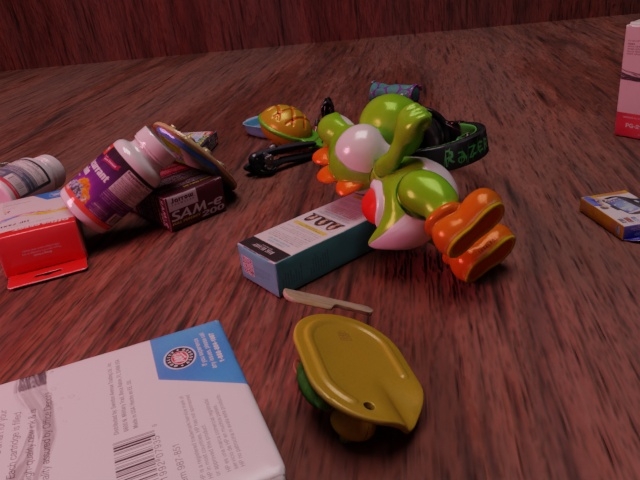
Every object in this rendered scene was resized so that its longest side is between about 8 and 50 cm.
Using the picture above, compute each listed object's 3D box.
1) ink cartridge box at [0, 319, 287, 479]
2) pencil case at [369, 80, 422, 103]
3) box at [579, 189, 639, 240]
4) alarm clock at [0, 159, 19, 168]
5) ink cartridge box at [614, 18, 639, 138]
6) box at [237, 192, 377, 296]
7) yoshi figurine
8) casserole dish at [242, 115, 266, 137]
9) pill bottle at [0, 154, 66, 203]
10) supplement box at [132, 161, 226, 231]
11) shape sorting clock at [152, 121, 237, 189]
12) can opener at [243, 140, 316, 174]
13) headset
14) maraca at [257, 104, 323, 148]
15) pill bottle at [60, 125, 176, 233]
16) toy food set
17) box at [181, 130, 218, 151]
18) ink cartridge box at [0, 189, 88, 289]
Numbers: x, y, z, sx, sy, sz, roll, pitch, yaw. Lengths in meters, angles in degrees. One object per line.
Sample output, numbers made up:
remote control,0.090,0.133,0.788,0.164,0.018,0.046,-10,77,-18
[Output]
ink cartridge box,-0.197,0.211,0.485,0.307,0.129,0.223,-15,28,-17
pencil case,0.217,-0.432,1.734,0.151,0.064,0.070,14,50,35
box,0.485,-0.039,0.935,0.081,0.028,0.136,-9,25,-6
alarm clock,-0.742,-0.150,1.402,0.129,0.064,0.192,-13,30,-11
ink cartridge box,0.734,-0.354,1.264,0.172,0.237,0.100,-22,31,-28
box,0.000,0.000,0.933,0.244,0.060,0.100,-25,32,-32
yoshi figurine,0.144,-0.116,0.893,0.203,0.204,0.362,-9,41,-38
casserole dish,-0.125,-0.308,1.601,0.188,0.037,0.114,17,35,38
pill bottle,-0.635,-0.115,1.260,0.108,0.108,0.180,2,27,17
supplement box,-0.312,-0.100,1.192,0.130,0.073,0.239,-27,32,-34
shape sorting clock,-0.254,-0.172,1.204,0.206,0.206,0.040,21,69,43
can opener,-0.085,-0.195,1.343,0.186,0.059,0.073,-22,30,-27
headset,0.140,-0.208,1.173,0.243,0.185,0.394,-25,21,-33
maraca,-0.067,-0.274,1.460,0.185,0.099,0.127,26,35,5
pill bottle,-0.359,-0.113,1.065,0.193,0.108,0.108,-42,33,-2
toy food set,0.025,0.146,0.646,0.128,0.071,0.218,11,23,-20
box,-0.342,-0.226,1.490,0.114,0.036,0.207,-2,27,9
ink cartridge box,-0.497,-0.010,1.051,0.134,0.078,0.231,-17,29,-19
